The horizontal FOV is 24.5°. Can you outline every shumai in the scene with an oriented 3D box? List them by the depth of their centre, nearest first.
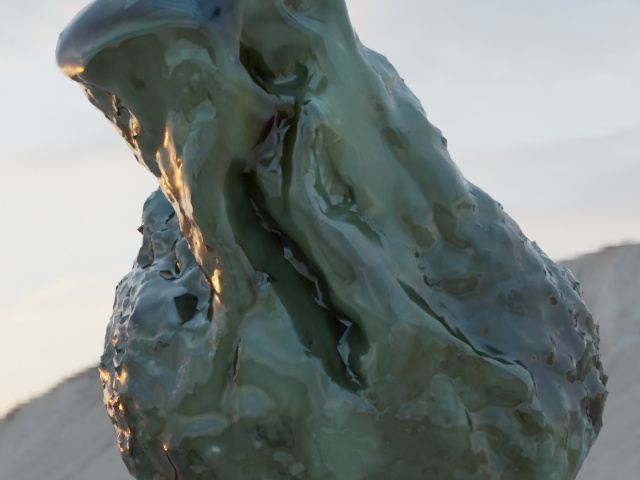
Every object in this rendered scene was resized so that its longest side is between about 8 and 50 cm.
[{"bbox_3d":[0.000,0.000,0.624,0.222,0.272,0.204,-37,-35,-30],"label":"shumai"}]
